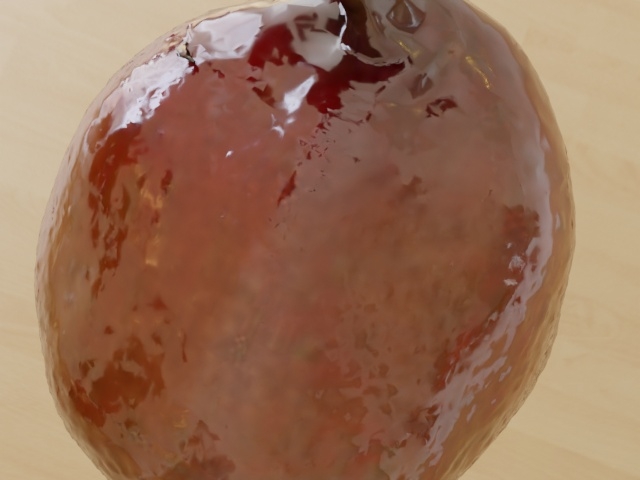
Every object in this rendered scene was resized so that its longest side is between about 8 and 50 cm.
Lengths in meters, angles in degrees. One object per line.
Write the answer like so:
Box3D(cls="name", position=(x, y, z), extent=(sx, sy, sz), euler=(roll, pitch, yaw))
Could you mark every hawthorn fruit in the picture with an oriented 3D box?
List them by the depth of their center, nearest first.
Box3D(cls="hawthorn fruit", position=(-0.001, 0.005, 0.584), extent=(0.295, 0.295, 0.311), euler=(28, 103, 2))
